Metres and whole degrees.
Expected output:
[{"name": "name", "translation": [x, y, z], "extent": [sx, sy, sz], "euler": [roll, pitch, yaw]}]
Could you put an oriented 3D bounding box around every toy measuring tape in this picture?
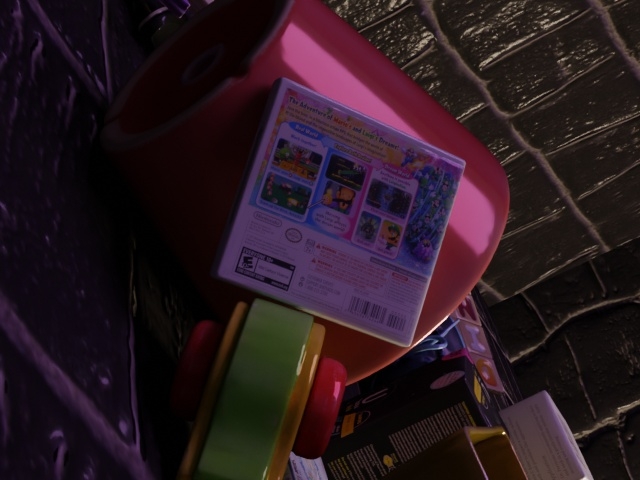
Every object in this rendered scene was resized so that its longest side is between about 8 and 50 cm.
[{"name": "toy measuring tape", "translation": [-0.045, 0.111, 0.689], "extent": [0.121, 0.121, 0.330], "euler": [62, 10, -10]}]

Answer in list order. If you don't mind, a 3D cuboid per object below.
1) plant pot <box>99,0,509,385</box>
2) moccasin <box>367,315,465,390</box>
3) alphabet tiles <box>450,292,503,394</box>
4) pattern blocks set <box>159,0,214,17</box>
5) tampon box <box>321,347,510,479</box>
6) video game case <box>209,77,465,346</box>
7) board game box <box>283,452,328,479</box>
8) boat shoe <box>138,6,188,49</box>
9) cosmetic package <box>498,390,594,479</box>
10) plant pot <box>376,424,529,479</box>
[{"name": "plant pot", "translation": [-0.024, -0.057, 0.898], "extent": [0.243, 0.275, 0.275], "euler": [48, 16, -28]}, {"name": "moccasin", "translation": [0.125, 0.180, 1.350], "extent": [0.117, 0.138, 0.342], "euler": [29, 36, -59]}, {"name": "alphabet tiles", "translation": [0.137, 0.094, 1.597], "extent": [0.285, 0.011, 0.342], "euler": [21, 43, -39]}, {"name": "pattern blocks set", "translation": [-0.108, -0.251, 1.198], "extent": [0.285, 0.026, 0.325], "euler": [45, 14, 13]}, {"name": "tampon box", "translation": [0.086, 0.188, 1.054], "extent": [0.101, 0.161, 0.120], "euler": [63, 9, -5]}, {"name": "video game case", "translation": [0.016, -0.017, 0.780], "extent": [0.157, 0.143, 0.019], "euler": [22, -10, -24]}, {"name": "board game box", "translation": [-0.021, 0.179, 0.935], "extent": [0.090, 0.020, 0.090], "euler": [49, 17, -53]}, {"name": "boat shoe", "translation": [-0.150, -0.208, 1.165], "extent": [0.042, 0.049, 0.133], "euler": [57, 5, 7]}, {"name": "cosmetic package", "translation": [0.293, 0.345, 1.647], "extent": [0.151, 0.184, 0.151], "euler": [51, 16, -50]}, {"name": "plant pot", "translation": [0.067, 0.253, 0.716], "extent": [0.212, 0.187, 0.212], "euler": [66, 10, 14]}]
